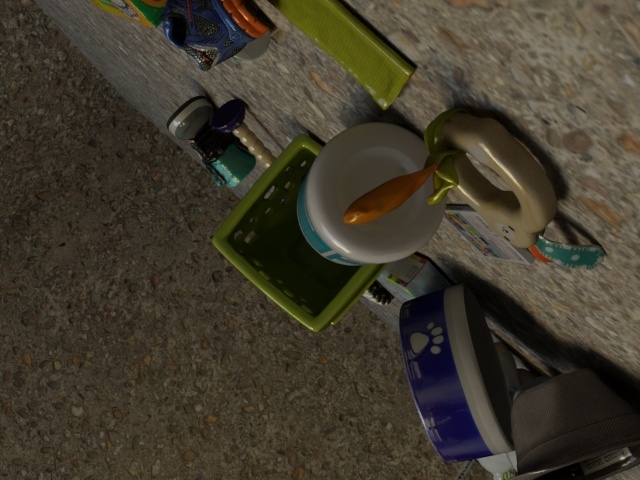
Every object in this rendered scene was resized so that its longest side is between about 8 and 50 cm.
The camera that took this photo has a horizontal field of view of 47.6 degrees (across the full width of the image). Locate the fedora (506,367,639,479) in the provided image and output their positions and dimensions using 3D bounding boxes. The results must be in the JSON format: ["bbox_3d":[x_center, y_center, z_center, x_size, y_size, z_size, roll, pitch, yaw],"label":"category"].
[{"bbox_3d":[0.344,0.252,0.978,0.275,0.244,0.124,64,-172,-60],"label":"fedora"}]

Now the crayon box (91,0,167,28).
[{"bbox_3d":[-0.285,-0.374,0.929,0.165,0.081,0.278,46,173,-38],"label":"crayon box"}]

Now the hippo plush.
[{"bbox_3d":[0.323,0.327,1.274,0.234,0.294,0.236,21,171,-13],"label":"hippo plush"}]

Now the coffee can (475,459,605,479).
[{"bbox_3d":[0.449,0.446,1.574,0.201,0.201,0.275,44,173,-19],"label":"coffee can"}]

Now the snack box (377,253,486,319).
[{"bbox_3d":[0.182,0.090,1.343,0.174,0.070,0.207,44,173,-23],"label":"snack box"}]

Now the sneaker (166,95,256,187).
[{"bbox_3d":[-0.231,-0.206,1.611,0.178,0.124,0.295,46,-177,4],"label":"sneaker"}]

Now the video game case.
[{"bbox_3d":[0.189,-0.008,0.843,0.087,0.011,0.122,42,174,-11],"label":"video game case"}]

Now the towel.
[{"bbox_3d":[-0.017,-0.212,0.650,0.237,0.021,0.102,42,175,0],"label":"towel"}]

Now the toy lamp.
[{"bbox_3d":[-0.101,-0.152,1.394,0.274,0.080,0.080,47,173,-39],"label":"toy lamp"}]

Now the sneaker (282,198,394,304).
[{"bbox_3d":[0.020,0.023,1.476,0.147,0.129,0.330,3,146,46],"label":"sneaker"}]

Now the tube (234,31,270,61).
[{"bbox_3d":[-0.106,-0.249,0.882,0.080,0.052,0.207,54,177,-21],"label":"tube"}]

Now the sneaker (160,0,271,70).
[{"bbox_3d":[-0.133,-0.244,0.749,0.083,0.087,0.221,42,-173,-39],"label":"sneaker"}]

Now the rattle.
[{"bbox_3d":[0.139,-0.002,0.622,0.130,0.143,0.199,5,141,49],"label":"rattle"}]

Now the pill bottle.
[{"bbox_3d":[0.048,-0.044,0.853,0.146,0.146,0.264,42,174,-3],"label":"pill bottle"}]

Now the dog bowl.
[{"bbox_3d":[0.217,0.206,1.135,0.265,0.104,0.265,-18,-90,-73],"label":"dog bowl"}]

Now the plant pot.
[{"bbox_3d":[0.000,0.000,1.168,0.228,0.227,0.207,40,180,14],"label":"plant pot"}]
